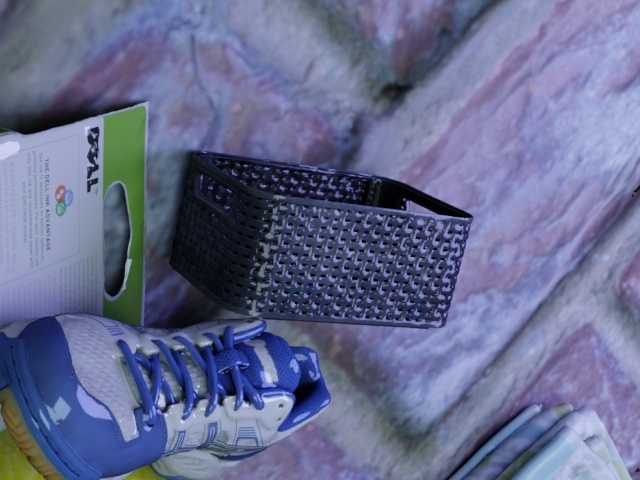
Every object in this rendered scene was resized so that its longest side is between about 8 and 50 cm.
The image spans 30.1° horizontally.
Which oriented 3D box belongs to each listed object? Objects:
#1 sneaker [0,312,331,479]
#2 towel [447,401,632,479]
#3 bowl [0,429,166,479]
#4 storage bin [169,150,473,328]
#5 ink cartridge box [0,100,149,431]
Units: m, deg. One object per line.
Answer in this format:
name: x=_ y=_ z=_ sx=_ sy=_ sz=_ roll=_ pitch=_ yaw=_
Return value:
sneaker: x=-0.087 y=0.083 z=0.741 sx=0.131 sy=0.112 sz=0.296 roll=-25 pitch=165 yaw=12
towel: x=0.163 y=0.363 z=1.074 sx=0.374 sy=0.090 sz=0.320 roll=-41 pitch=122 yaw=-11
bowl: x=-0.185 y=0.270 z=0.799 sx=0.289 sy=0.156 sz=0.289 roll=-10 pitch=112 yaw=-26
storage bin: x=0.000 y=0.000 z=0.828 sx=0.180 sy=0.122 sz=0.084 roll=5 pitch=105 yaw=-31
ink cartridge box: x=-0.217 y=0.016 z=0.736 sx=0.255 sy=0.097 sz=0.188 roll=-28 pitch=126 yaw=-59
